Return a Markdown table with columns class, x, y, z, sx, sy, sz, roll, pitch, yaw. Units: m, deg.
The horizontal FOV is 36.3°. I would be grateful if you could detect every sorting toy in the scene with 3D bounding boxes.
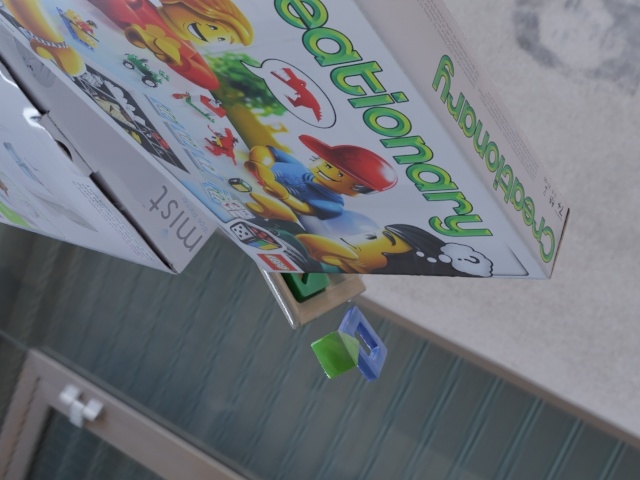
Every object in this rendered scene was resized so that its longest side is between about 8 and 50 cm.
| class | x | y | z | sx | sy | sz | roll | pitch | yaw |
| --- | --- | --- | --- | --- | --- | --- | --- | --- | --- |
| sorting toy | -0.022 | -0.018 | 0.969 | 0.047 | 0.347 | 0.196 | -31 | -4 | 23 |

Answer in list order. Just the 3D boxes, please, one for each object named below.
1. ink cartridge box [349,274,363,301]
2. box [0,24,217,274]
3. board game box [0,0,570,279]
| class | x | y | z | sx | sy | sz | roll | pitch | yaw |
| --- | --- | --- | --- | --- | --- | --- | --- | --- | --- |
| ink cartridge box | 0.000 | 0.000 | 1.513 | 0.179 | 0.045 | 0.145 | 25 | -87 | -27 |
| box | -0.202 | -0.118 | 0.658 | 0.126 | 0.231 | 0.262 | -56 | -43 | -25 |
| board game box | -0.028 | -0.080 | 0.462 | 0.305 | 0.193 | 0.053 | 46 | -125 | -42 |
